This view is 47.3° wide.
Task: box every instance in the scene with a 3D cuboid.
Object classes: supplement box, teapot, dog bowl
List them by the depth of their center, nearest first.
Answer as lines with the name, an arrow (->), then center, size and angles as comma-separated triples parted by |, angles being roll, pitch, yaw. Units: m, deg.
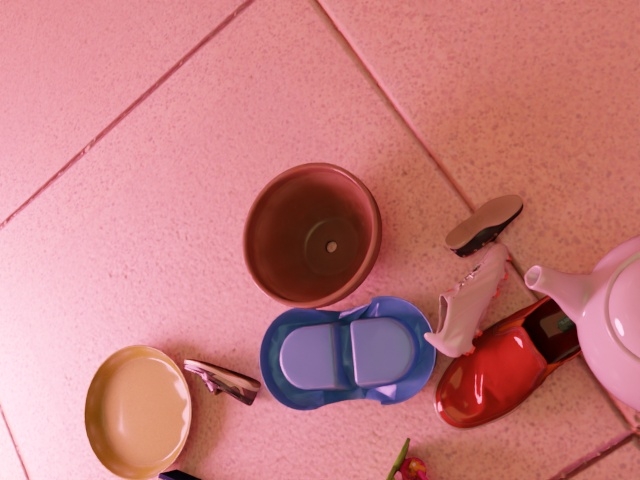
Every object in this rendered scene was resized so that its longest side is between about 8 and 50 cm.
teapot -> 0.418, 0.089, 0.840 | 0.256, 0.187, 0.252 | -34, 61, 13
dog bowl -> 0.050, 0.182, 1.172 | 0.297, 0.074, 0.166 | -10, 77, 23
supplement box -> -0.243, 0.453, 1.264 | 0.083, 0.056, 0.083 | 13, 86, 25

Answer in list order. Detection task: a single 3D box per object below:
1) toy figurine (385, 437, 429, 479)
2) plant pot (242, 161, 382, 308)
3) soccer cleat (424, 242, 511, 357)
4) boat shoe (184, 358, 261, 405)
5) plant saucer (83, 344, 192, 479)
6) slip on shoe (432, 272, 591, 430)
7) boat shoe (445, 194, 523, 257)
toy figurine -> 0.159, 0.407, 1.081 | 0.159, 0.130, 0.173 | 27, 68, 12
plant pot -> 0.000, 0.000, 1.201 | 0.237, 0.110, 0.237 | -6, 75, 24
soccer cleat -> 0.221, 0.080, 1.087 | 0.076, 0.068, 0.196 | 27, 70, 5
boat shoe -> -0.178, 0.245, 1.272 | 0.152, 0.056, 0.049 | 14, 82, 25
plant saucer -> -0.328, 0.313, 1.338 | 0.241, 0.037, 0.241 | -4, 79, 23
slip on shoe -> 0.294, 0.158, 1.051 | 0.331, 0.101, 0.123 | -38, 70, 15
boat shoe -> 0.258, -0.023, 1.133 | 0.133, 0.042, 0.049 | -37, 43, 14
